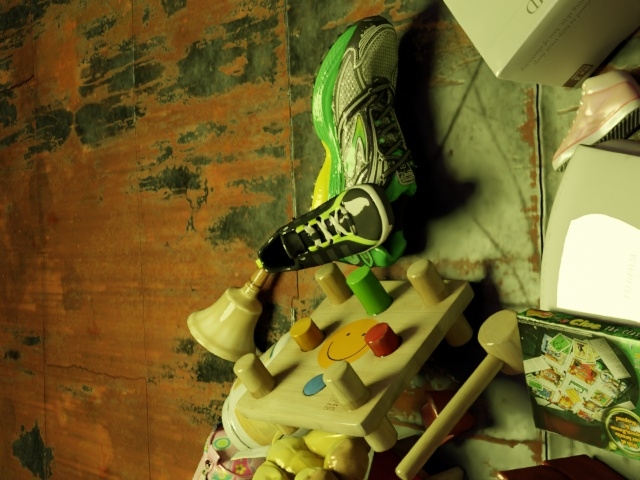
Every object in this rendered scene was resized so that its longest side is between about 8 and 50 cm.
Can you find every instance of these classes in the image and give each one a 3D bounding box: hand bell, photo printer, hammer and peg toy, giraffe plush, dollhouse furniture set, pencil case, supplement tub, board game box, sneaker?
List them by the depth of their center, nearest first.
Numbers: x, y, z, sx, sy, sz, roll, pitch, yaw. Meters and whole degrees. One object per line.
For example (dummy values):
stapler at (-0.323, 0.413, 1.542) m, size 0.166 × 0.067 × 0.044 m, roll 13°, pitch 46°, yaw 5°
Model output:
board game box at (0.304, 0.149, 1.009) m, size 0.259 × 0.030 × 0.136 m, roll 10°, pitch 113°, yaw 54°
photo printer at (0.354, 0.035, 1.036) m, size 0.307 × 0.107 × 0.256 m, roll 21°, pitch 108°, yaw 50°
sneaker at (0.302, -0.135, 1.147) m, size 0.134 × 0.051 × 0.070 m, roll -44°, pitch 56°, yaw 40°
dollhouse furniture set at (0.184, 0.309, 1.226) m, size 0.374 × 0.152 × 0.201 m, roll 33°, pitch 116°, yaw 47°
hammer and peg toy at (0.071, 0.142, 1.281) m, size 0.361 × 0.266 × 0.127 m, roll -2°, pitch 128°, yaw 51°
sneaker at (0.000, 0.000, 1.343) m, size 0.234 × 0.097 × 0.084 m, roll -29°, pitch 89°, yaw 49°
giraffe plush at (-0.003, 0.346, 1.362) m, size 0.210 × 0.181 × 0.171 m, roll -9°, pitch 114°, yaw 47°
sneaker at (0.078, -0.128, 1.392) m, size 0.146 × 0.134 × 0.344 m, roll 17°, pitch 113°, yaw 44°
supplement tub at (-0.047, 0.230, 1.526) m, size 0.199 × 0.144 × 0.144 m, roll -44°, pitch 58°, yaw 43°
hand bell at (-0.101, 0.063, 1.646) m, size 0.242 × 0.126 × 0.126 m, roll -57°, pitch 48°, yaw 21°
pencil case at (-0.178, 0.436, 1.724) m, size 0.124 × 0.124 × 0.284 m, roll 52°, pitch 130°, yaw 37°

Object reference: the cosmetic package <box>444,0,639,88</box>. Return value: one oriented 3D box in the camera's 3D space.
cosmetic package at (0.216, -0.379, 1.163) m, size 0.217 × 0.156 × 0.385 m, roll -53°, pitch 51°, yaw 36°
